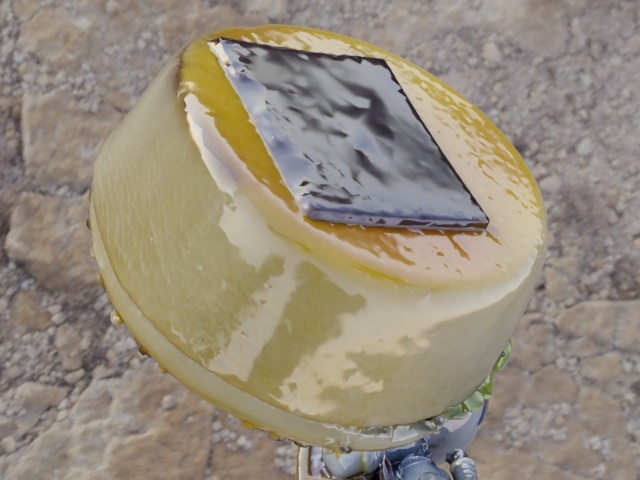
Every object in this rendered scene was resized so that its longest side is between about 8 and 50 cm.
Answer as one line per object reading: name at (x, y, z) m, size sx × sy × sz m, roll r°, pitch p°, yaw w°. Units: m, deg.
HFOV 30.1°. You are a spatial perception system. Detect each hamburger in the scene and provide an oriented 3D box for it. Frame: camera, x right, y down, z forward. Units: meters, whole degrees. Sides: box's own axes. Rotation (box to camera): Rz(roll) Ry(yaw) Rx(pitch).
hamburger at (0.000, 0.000, 0.749) m, size 0.300 × 0.176 × 0.300 m, roll 20°, pitch 37°, yaw -16°

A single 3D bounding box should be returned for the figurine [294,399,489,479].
figurine at (0.074, 0.205, 1.224) m, size 0.186 × 0.261 × 0.382 m, roll 15°, pitch 42°, yaw 1°
